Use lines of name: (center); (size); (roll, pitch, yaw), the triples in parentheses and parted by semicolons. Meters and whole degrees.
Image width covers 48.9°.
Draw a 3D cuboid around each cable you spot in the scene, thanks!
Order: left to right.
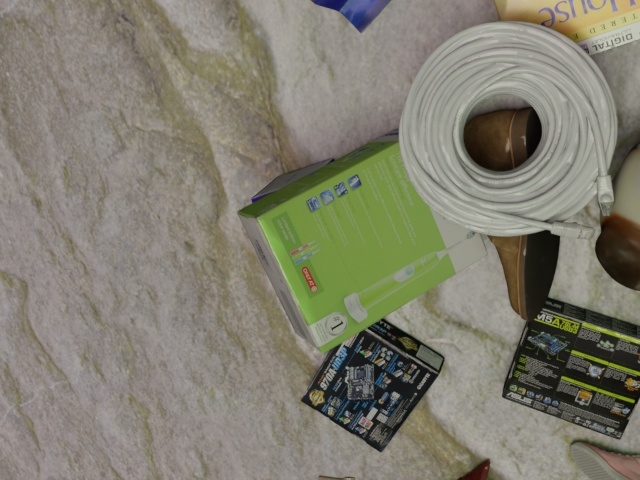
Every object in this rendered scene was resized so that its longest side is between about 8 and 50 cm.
cable: (0.228, -0.134, 0.867); (0.256, 0.089, 0.257); (4, 98, 14)

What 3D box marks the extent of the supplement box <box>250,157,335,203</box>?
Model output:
supplement box: (0.000, 0.000, 1.111); (0.113, 0.111, 0.220); (-16, 107, 27)

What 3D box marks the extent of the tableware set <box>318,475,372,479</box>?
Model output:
tableware set: (0.087, 0.524, 1.363); (0.194, 0.039, 0.128); (-4, 112, 24)

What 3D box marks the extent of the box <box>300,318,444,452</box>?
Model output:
box: (0.086, 0.244, 1.225); (0.175, 0.051, 0.220); (31, 122, 6)

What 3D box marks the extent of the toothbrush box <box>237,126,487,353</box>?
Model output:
toothbrush box: (0.060, -0.010, 0.984); (0.283, 0.122, 0.206); (-29, 105, -13)

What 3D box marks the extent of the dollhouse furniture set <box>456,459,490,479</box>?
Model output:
dollhouse furniture set: (0.258, 0.575, 1.125); (0.201, 0.374, 0.152); (40, 127, -1)

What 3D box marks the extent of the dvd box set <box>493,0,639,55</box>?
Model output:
dvd box set: (0.313, -0.435, 0.806); (0.307, 0.062, 0.421); (-14, 108, 28)

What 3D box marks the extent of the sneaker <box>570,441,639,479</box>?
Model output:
sneaker: (0.473, 0.361, 1.128); (0.134, 0.070, 0.051); (33, 137, 40)

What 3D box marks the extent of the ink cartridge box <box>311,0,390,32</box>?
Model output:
ink cartridge box: (-0.017, -0.448, 0.937); (0.332, 0.065, 0.165); (44, 121, -3)

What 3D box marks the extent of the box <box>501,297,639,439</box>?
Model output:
box: (0.395, 0.194, 1.080); (0.190, 0.045, 0.184); (17, 117, 15)

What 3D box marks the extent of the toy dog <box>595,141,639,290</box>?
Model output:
toy dog: (0.540, 0.006, 0.828); (0.407, 0.285, 0.395); (30, 161, 6)

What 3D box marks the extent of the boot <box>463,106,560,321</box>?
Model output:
boot: (0.267, -0.034, 1.004); (0.115, 0.112, 0.306); (3, 109, 39)
